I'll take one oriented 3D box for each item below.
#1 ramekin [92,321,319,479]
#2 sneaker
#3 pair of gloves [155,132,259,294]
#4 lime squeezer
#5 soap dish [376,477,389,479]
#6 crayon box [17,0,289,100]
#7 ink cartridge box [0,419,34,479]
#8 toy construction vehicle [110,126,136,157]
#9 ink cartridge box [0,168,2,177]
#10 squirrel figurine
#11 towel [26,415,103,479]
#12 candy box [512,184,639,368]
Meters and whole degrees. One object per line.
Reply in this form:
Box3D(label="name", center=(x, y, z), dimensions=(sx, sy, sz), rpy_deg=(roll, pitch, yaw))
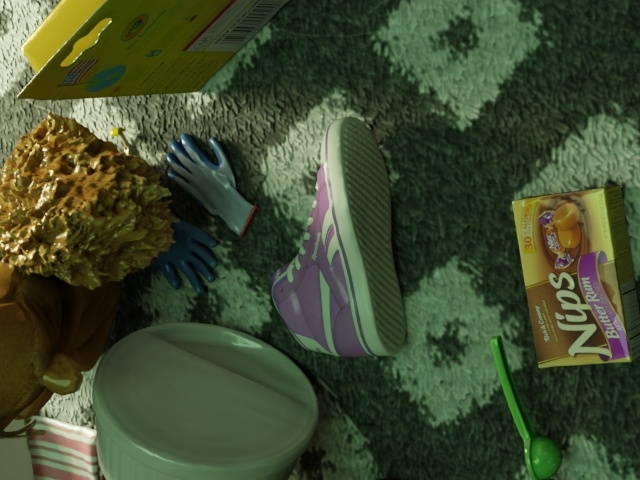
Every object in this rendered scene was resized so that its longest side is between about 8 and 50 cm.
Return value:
Box3D(label="ramekin", center=(-0.144, 0.226, 1.606), dimensions=(0.273, 0.273, 0.127), rpy_deg=(31, 125, 24))
Box3D(label="sneaker", center=(-0.001, 0.000, 1.574), dimensions=(0.161, 0.102, 0.282), rpy_deg=(-2, 96, 34))
Box3D(label="pair of gloves", center=(-0.165, -0.036, 1.711), dimensions=(0.159, 0.023, 0.198), rpy_deg=(43, 117, 18))
Box3D(label="lime squeezer", center=(0.270, 0.245, 1.454), dimensions=(0.310, 0.059, 0.110), rpy_deg=(44, 138, 10))
Box3D(label="soap dish", center=(-0.032, 0.381, 1.580), dimensions=(0.291, 0.229, 0.118), rpy_deg=(-30, 70, 31))
Box3D(label="crayon box", center=(-0.195, -0.252, 1.522), dimensions=(0.202, 0.318, 0.081), rpy_deg=(-40, 77, 29))
Box3D(label="ink cartridge box", center=(-0.513, 0.306, 1.919), dimensions=(0.208, 0.087, 0.153), rpy_deg=(-9, 89, 38))
Box3D(label="toy construction vehicle", center=(-0.279, -0.095, 1.768), dimensions=(0.086, 0.035, 0.098), rpy_deg=(-12, 98, 34))
Box3D(label="ink cartridge box", center=(-0.465, 0.018, 1.861), dimensions=(0.158, 0.092, 0.218), rpy_deg=(24, 107, 26))
Box3D(label="squirrel figurine", center=(-0.353, 0.044, 1.597), dimensions=(0.281, 0.370, 0.397), rpy_deg=(29, 105, -11))
Box3D(label="towel", center=(-0.366, 0.350, 1.887), dimensions=(0.144, 0.029, 0.197), rpy_deg=(5, 100, 30))
Box3D(label="candy box", center=(0.277, 0.040, 1.438), dimensions=(0.109, 0.053, 0.187), rpy_deg=(-7, 92, 32))
